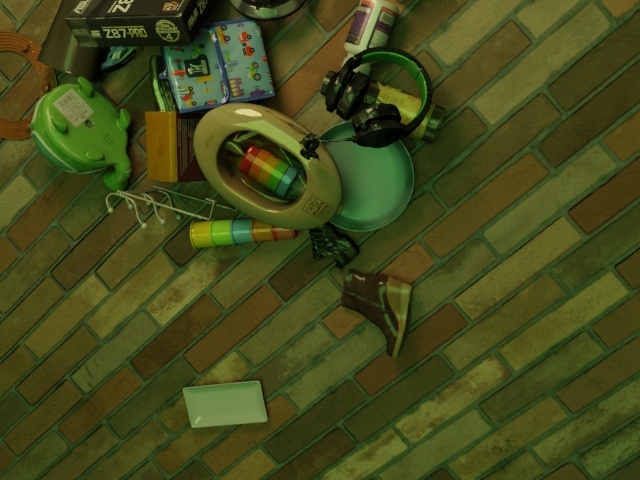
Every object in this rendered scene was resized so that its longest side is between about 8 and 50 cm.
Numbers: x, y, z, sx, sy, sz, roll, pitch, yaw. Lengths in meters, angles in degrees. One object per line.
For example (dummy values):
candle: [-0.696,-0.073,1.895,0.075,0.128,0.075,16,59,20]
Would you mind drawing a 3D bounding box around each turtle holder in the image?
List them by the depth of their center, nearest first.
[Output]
turtle holder: [-0.698,-0.307,1.750,0.228,0.320,0.243,-17,63,40]

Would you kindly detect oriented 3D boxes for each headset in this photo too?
headset: [0.107,-0.335,1.465,0.394,0.185,0.243,-40,84,-9]

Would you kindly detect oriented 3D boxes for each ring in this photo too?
ring: [-0.988,-0.487,1.855,0.337,0.032,0.336,2,100,11]

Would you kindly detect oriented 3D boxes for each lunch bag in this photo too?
lunch bag: [-0.299,-0.467,1.593,0.293,0.138,0.220,-17,99,-27]

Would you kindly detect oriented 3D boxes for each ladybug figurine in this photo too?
ladybug figurine: [-0.128,-0.207,1.614,0.449,0.162,0.305,35,118,-4]

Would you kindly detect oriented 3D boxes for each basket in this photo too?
basket: [-0.711,-0.603,1.719,0.204,0.154,0.226,27,100,32]

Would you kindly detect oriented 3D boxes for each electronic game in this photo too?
electronic game: [-0.140,-0.690,1.594,0.230,0.048,0.229,-1,69,2]

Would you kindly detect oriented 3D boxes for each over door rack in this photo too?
over door rack: [-0.418,-0.092,1.711,0.325,0.239,0.108,6,101,11]

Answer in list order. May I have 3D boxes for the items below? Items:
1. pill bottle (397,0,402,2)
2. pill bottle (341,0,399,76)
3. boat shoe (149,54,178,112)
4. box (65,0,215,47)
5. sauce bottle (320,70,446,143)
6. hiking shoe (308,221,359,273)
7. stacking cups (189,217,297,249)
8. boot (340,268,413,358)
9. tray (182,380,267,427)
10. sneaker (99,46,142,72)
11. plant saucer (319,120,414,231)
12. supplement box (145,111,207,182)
pill bottle: [0.258,-0.741,1.505,0.136,0.136,0.245,45,106,0]
pill bottle: [0.128,-0.547,1.583,0.108,0.108,0.193,23,104,6]
boat shoe: [-0.446,-0.419,1.743,0.095,0.095,0.257,-8,99,-11]
box: [-0.433,-0.660,1.545,0.319,0.394,0.097,4,143,15]
sauce bottle: [0.169,-0.374,1.607,0.345,0.111,0.111,23,104,4]
hiking shoe: [0.000,0.000,1.726,0.227,0.086,0.114,39,102,1]
stacking cups: [-0.229,-0.023,1.762,0.317,0.096,0.095,-2,100,12]
boot: [0.162,0.217,1.754,0.207,0.090,0.248,11,104,21]
tray: [-0.309,0.532,1.920,0.271,0.030,0.145,-9,98,13]
sneaker: [-0.605,-0.557,1.756,0.144,0.053,0.059,-33,94,7]
plant saucer: [0.111,-0.183,1.676,0.318,0.044,0.317,4,106,16]
supplement box: [-0.377,-0.268,1.674,0.129,0.194,0.191,12,105,43]
